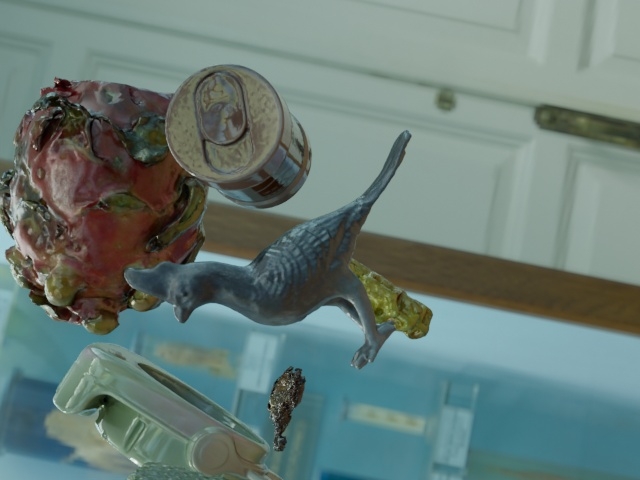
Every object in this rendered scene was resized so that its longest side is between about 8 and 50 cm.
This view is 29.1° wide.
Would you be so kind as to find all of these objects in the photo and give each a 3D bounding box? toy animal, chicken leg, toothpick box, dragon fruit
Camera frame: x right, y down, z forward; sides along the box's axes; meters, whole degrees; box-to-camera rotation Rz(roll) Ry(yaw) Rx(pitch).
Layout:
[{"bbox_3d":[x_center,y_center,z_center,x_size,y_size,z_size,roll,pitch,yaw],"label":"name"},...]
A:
[{"bbox_3d":[0.006,0.036,1.269,0.367,0.205,0.081,-28,-10,-28],"label":"toy animal"},{"bbox_3d":[-0.035,0.160,1.191,0.036,0.021,0.083,27,103,45],"label":"chicken leg"},{"bbox_3d":[-0.066,-0.084,1.047,0.149,0.098,0.098,38,-117,-79],"label":"toothpick box"},{"bbox_3d":[-0.249,-0.035,1.445,0.269,0.250,0.291,168,115,-67],"label":"dragon fruit"}]

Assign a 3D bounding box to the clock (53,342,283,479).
[{"bbox_3d":[-0.195,0.262,1.683,0.108,0.324,0.265,-57,-5,-5],"label":"clock"}]

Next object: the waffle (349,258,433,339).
[{"bbox_3d":[0.056,0.064,1.690,0.057,0.219,0.229,-59,-8,1],"label":"waffle"}]

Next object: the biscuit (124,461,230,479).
[{"bbox_3d":[-0.096,0.222,0.860,0.252,0.150,0.052,-30,-42,-76],"label":"biscuit"}]
